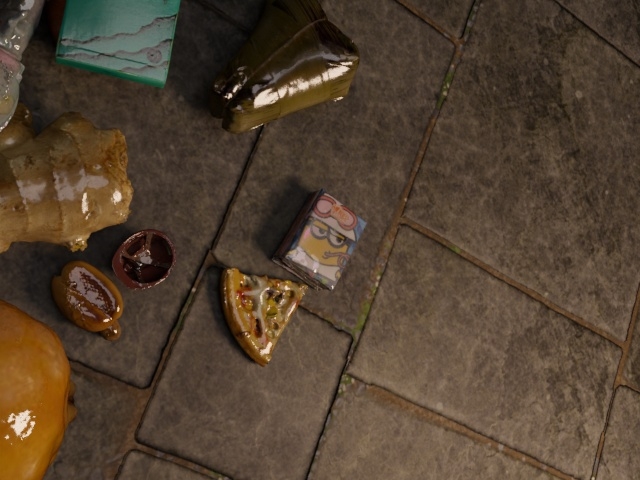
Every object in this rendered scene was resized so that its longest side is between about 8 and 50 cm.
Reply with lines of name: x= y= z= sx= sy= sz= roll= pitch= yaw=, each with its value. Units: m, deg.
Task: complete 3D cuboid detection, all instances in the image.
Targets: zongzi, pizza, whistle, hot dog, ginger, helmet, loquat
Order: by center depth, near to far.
loquat: x=-0.484 y=0.223 z=1.044 sx=0.328 sy=0.328 sz=0.328 roll=4 pitch=82 yaw=-28
whistle: x=-0.468 y=-0.267 z=1.140 sx=0.134 sy=0.142 sz=0.346 roll=25 pitch=75 yaw=-1
ginger: x=-0.468 y=-0.091 z=1.178 sx=0.375 sy=0.166 sz=0.236 roll=-8 pitch=95 yaw=-34
hot dog: x=-0.362 y=0.096 z=1.270 sx=0.140 sy=0.060 sz=0.090 roll=41 pitch=71 yaw=-11
helmet: x=-0.296 y=0.033 z=1.310 sx=0.111 sy=0.057 sz=0.089 roll=-35 pitch=103 yaw=-32
pizza: x=-0.087 y=0.125 z=1.422 sx=0.176 sy=0.036 sz=0.184 roll=-12 pitch=90 yaw=-29
zongzi: x=-0.110 y=-0.359 z=1.432 sx=0.274 sy=0.145 sz=0.300 roll=-24 pitch=79 yaw=-23

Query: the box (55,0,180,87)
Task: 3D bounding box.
box: x=-0.291 y=-0.355 z=1.190 sx=0.161 sy=0.042 sz=0.226 roll=10 pitch=83 yaw=-16

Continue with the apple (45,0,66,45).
apple: x=-0.331 y=-0.364 z=1.280 sx=0.201 sy=0.162 sz=0.201 roll=3 pitch=84 yaw=-29

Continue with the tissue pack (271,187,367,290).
tissue pack: x=0.000 y=0.000 z=1.467 sx=0.115 sy=0.065 sz=0.155 roll=36 pitch=69 yaw=-20
